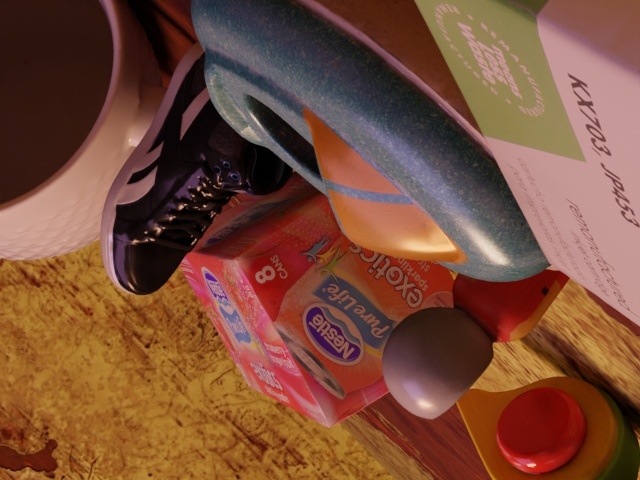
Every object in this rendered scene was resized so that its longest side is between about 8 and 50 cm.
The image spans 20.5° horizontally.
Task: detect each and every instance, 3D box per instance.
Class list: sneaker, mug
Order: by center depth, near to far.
[{"bbox_3d":[-0.090,-0.038,1.342,0.079,0.217,0.121,9,-160,-42],"label":"sneaker"},{"bbox_3d":[-0.227,-0.107,1.578,0.374,0.276,0.328,11,171,9],"label":"mug"}]

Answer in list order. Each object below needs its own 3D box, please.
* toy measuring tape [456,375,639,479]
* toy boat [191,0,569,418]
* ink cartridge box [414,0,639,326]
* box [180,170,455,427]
[{"bbox_3d":[0.170,0.125,1.402,0.121,0.121,0.330,52,-169,-43],"label":"toy measuring tape"},{"bbox_3d":[0.052,-0.022,0.966,0.267,0.148,0.318,36,168,39],"label":"toy boat"},{"bbox_3d":[0.200,0.003,0.506,0.353,0.119,0.207,37,169,38],"label":"ink cartridge box"},{"bbox_3d":[-0.006,0.036,1.428,0.154,0.142,0.300,61,168,-9],"label":"box"}]
